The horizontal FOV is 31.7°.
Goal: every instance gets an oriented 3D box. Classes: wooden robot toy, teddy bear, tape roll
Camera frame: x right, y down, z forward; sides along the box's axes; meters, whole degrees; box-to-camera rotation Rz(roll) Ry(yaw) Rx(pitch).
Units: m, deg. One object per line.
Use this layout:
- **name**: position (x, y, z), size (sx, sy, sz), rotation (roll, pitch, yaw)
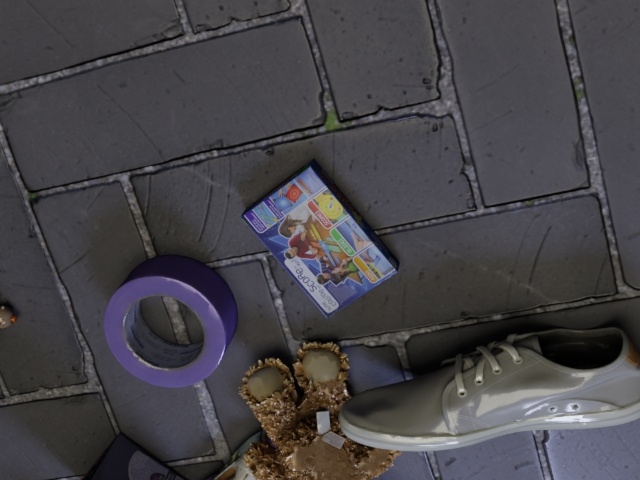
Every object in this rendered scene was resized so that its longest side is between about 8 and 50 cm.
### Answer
- **wooden robot toy**: position (-0.521, 0.131, 1.777), size (0.079, 0.076, 0.173), rotation (6, 115, -3)
- **teddy bear**: position (0.002, 0.317, 1.729), size (0.245, 0.113, 0.338), rotation (-37, 100, -3)
- **tape roll**: position (-0.225, 0.122, 1.706), size (0.189, 0.080, 0.189), rotation (4, 114, 9)

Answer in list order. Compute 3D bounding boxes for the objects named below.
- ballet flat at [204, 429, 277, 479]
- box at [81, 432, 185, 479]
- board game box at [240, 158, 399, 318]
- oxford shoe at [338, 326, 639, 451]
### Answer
- **ballet flat**: position (-0.133, 0.386, 1.803), size (0.077, 0.079, 0.221), rotation (45, 114, -9)
- **box**: position (-0.325, 0.455, 1.777), size (0.163, 0.247, 0.142), rotation (36, 116, -6)
- **board game box**: position (0.000, 0.000, 1.632), size (0.136, 0.035, 0.201), rotation (-34, 103, 22)
- **oxford shoe**: position (0.244, 0.202, 1.604), size (0.449, 0.169, 0.130), rotation (-9, 114, 7)
